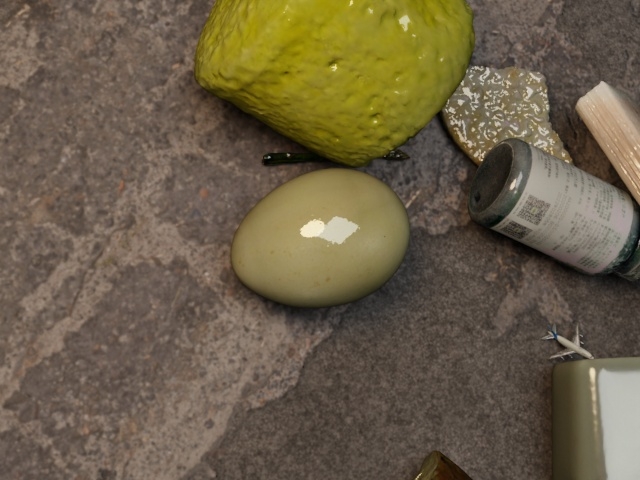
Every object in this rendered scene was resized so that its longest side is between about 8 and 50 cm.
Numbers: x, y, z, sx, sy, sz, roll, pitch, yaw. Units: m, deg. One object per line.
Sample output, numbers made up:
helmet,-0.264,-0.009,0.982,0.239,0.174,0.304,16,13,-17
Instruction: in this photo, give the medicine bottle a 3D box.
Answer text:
medicine bottle,0.376,-0.035,1.568,0.293,0.141,0.141,24,73,-16

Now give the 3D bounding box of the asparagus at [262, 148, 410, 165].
asparagus,0.025,-0.126,1.557,0.232,0.022,0.023,-3,115,-17

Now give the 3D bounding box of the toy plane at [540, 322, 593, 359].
toy plane,0.378,0.158,1.585,0.084,0.024,0.078,36,68,24

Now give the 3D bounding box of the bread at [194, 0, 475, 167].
bread,0.024,-0.295,1.428,0.307,0.348,0.348,31,72,-24

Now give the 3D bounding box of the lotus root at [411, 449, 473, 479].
lotus root,0.145,0.414,1.432,0.119,0.138,0.235,32,77,3

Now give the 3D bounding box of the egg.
egg,0.000,0.000,1.438,0.253,0.188,0.189,-17,84,-8

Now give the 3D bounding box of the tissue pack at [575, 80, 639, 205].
tissue pack,0.514,-0.085,1.574,0.170,0.071,0.325,9,48,-58

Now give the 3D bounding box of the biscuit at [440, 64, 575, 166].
biscuit,0.293,-0.190,1.637,0.265,0.040,0.188,39,72,-7

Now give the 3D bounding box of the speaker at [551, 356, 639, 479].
speaker,0.540,0.260,1.522,0.406,0.183,0.184,-1,82,-9
